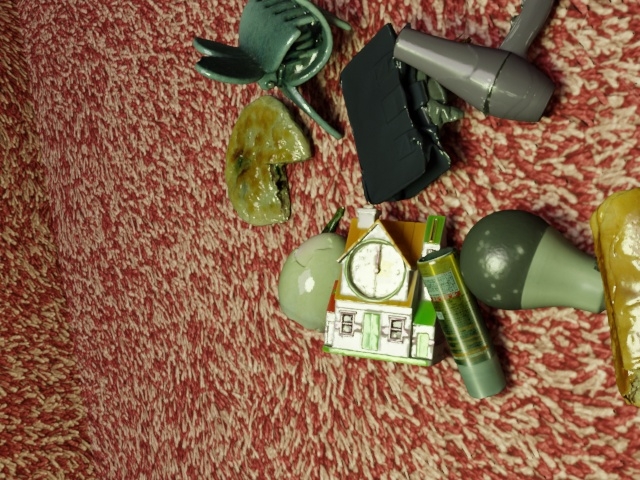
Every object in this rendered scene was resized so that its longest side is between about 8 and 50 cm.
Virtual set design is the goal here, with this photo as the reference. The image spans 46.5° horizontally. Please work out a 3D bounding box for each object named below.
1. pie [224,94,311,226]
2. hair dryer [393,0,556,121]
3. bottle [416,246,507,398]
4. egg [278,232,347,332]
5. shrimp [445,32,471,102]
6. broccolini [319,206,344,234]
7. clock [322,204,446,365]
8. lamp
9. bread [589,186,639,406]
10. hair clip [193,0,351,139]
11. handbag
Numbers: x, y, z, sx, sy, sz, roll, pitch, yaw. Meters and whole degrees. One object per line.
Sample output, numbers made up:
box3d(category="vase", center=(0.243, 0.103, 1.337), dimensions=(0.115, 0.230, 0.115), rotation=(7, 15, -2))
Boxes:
box3d(category="pie", center=(-0.149, -0.204, 1.899), dimensions=(0.337, 0.075, 0.337), rotation=(1, 91, 46))
box3d(category="hair dryer", center=(0.335, -0.418, 1.369), dimensions=(0.301, 0.121, 0.361), rotation=(28, 94, 14))
box3d(category="bottle", center=(0.269, 0.157, 1.411), dimensions=(0.082, 0.082, 0.286), rotation=(-15, 99, 44))
box3d(category="egg", center=(0.003, 0.086, 1.676), dimensions=(0.183, 0.183, 0.217), rotation=(34, 101, 40))
box3d(category="shrimp", center=(0.259, -0.339, 1.501), dimensions=(0.162, 0.045, 0.095), rotation=(-45, 61, 43))
box3d(category="broccolini", center=(-0.007, 0.001, 1.767), dimensions=(0.074, 0.058, 0.201), rotation=(40, 119, 30))
box3d(category="clock", center=(0.136, 0.084, 1.518), dimensions=(0.235, 0.166, 0.309), rotation=(4, 89, 21))
box3d(category="lamp", center=(0.404, 0.042, 1.311), dimensions=(0.314, 0.182, 0.182), rotation=(7, 96, 14))
box3d(category="bread", center=(0.531, 0.084, 1.129), dimensions=(0.195, 0.149, 0.344), rotation=(-9, 82, 2))
box3d(category="hair clip", center=(-0.095, -0.447, 1.698), dimensions=(0.238, 0.392, 0.318), rotation=(-59, 36, 16))
box3d(category="handbag", center=(0.163, -0.259, 1.528), dimensions=(0.269, 0.118, 0.325), rotation=(-34, 67, 62))
